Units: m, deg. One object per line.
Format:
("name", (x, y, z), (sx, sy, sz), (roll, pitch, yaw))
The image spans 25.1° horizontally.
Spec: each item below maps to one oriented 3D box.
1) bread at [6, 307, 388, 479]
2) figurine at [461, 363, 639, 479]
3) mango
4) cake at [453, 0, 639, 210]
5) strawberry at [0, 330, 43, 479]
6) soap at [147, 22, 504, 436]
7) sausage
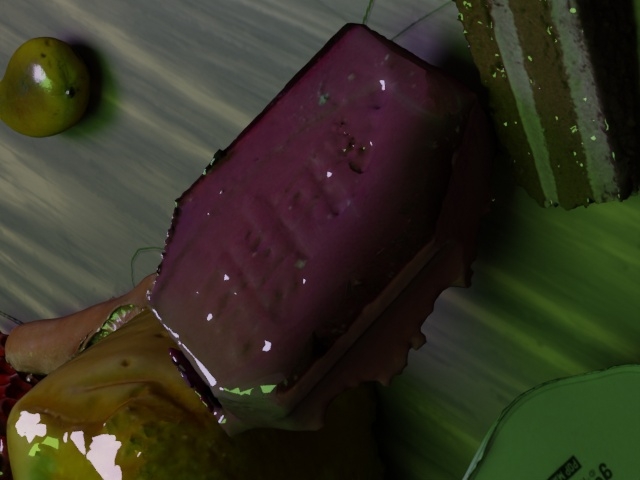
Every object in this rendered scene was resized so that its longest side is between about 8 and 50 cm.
("bread", (-0.095, 0.244, 1.296), (0.250, 0.394, 0.361), (-10, 101, 22))
("figurine", (0.168, 0.201, 1.131), (0.167, 0.250, 0.141), (63, 156, 2))
("mango", (-0.307, -0.164, 1.573), (0.161, 0.076, 0.103), (-19, 96, 51))
("cake", (0.164, -0.159, 1.077), (0.116, 0.112, 0.295), (5, 114, 47))
("strawberry", (-0.359, 0.257, 1.740), (0.280, 0.150, 0.253), (-125, 38, -51))
("soap", (0.000, 0.000, 1.146), (0.325, 0.127, 0.220), (-49, 49, -4))
("sausage", (-0.238, 0.099, 1.592), (0.326, 0.087, 0.079), (-20, 48, 44))
